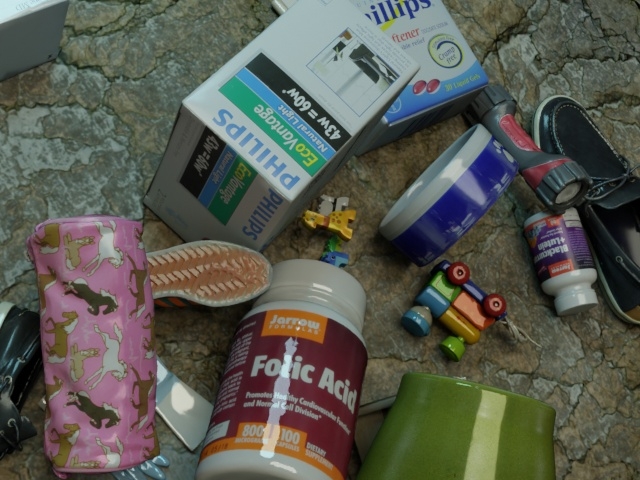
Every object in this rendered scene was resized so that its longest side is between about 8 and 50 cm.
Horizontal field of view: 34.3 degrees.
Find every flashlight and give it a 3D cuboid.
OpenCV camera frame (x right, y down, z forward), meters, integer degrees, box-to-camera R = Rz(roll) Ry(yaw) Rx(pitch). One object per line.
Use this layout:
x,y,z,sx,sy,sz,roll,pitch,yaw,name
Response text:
0.401,-0.187,2.004,0.103,0.103,0.304,-10,51,-27,flashlight

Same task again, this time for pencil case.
-0.333,0.155,1.530,0.160,0.167,0.386,-4,89,-56,pencil case

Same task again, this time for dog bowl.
0.229,-0.080,1.860,0.104,0.265,0.265,43,61,-3,dog bowl

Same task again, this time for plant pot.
0.198,0.390,1.541,0.366,0.366,0.353,17,78,-14,plant pot

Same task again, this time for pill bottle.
0.467,0.041,1.992,0.108,0.108,0.193,-6,71,-23,pill bottle
-0.046,0.236,1.623,0.224,0.224,0.392,22,50,-12,pill bottle

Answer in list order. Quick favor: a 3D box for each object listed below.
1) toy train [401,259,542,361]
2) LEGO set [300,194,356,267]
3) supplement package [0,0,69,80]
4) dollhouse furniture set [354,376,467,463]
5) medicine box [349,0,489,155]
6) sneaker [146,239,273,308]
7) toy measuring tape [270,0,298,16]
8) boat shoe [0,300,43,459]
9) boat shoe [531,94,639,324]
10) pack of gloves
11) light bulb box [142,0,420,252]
0.274,0.164,1.879,0.248,0.105,0.143,41,71,-1,toy train
0.000,0.000,1.842,0.093,0.087,0.227,17,63,-14,LEGO set
-0.579,-0.421,1.724,0.199,0.198,0.263,-30,82,-29,supplement package
0.180,0.402,1.778,0.355,0.174,0.303,-16,88,4,dollhouse furniture set
0.129,-0.351,1.998,0.263,0.149,0.289,-25,81,-27,medicine box
-0.226,0.055,1.670,0.302,0.121,0.108,-3,90,0,sneaker
0.039,-0.556,2.066,0.330,0.121,0.121,-39,86,-29,toy measuring tape
-0.469,0.256,1.536,0.113,0.127,0.340,13,55,-3,boat shoe
0.580,-0.081,2.061,0.187,0.156,0.500,-14,74,-23,boat shoe
-0.294,0.265,1.645,0.232,0.046,0.195,43,62,0,pack of gloves
-0.074,-0.174,1.729,0.225,0.358,0.361,42,60,1,light bulb box
